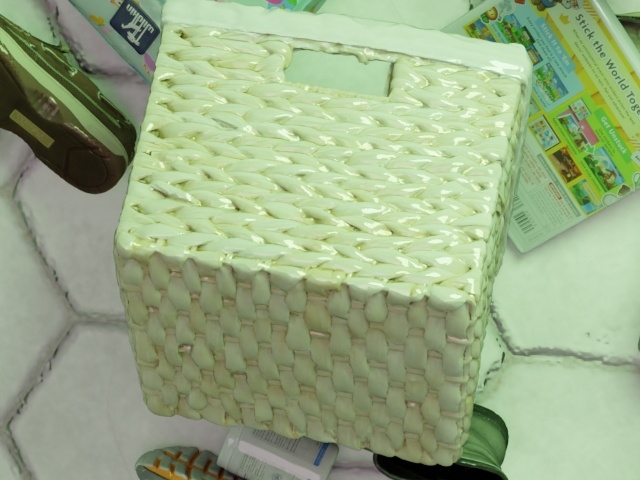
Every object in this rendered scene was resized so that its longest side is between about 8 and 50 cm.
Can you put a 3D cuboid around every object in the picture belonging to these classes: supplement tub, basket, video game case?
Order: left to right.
[{"bbox_3d":[-0.042,0.215,1.876,0.107,0.071,0.071,25,103,4],"label":"supplement tub"},{"bbox_3d":[0.000,0.000,1.661,0.328,0.331,0.266,9,59,6],"label":"basket"},{"bbox_3d":[0.211,-0.128,1.769,0.206,0.026,0.227,-31,94,30],"label":"video game case"}]

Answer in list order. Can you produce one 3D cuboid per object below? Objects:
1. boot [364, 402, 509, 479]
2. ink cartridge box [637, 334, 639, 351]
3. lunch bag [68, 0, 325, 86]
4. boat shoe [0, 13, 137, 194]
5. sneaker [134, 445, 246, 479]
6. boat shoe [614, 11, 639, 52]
[{"bbox_3d":[0.067,0.181,1.806,0.246,0.161,0.083,15,102,6],"label":"boot"},{"bbox_3d":[0.415,0.052,1.750,0.208,0.087,0.153,12,84,6],"label":"ink cartridge box"},{"bbox_3d":[-0.113,-0.259,1.759,0.223,0.160,0.262,45,115,-5],"label":"lunch bag"},{"bbox_3d":[-0.284,-0.157,1.826,0.257,0.095,0.095,46,130,-15],"label":"boat shoe"},{"bbox_3d":[-0.092,0.276,1.891,0.215,0.084,0.083,25,108,3],"label":"sneaker"},{"bbox_3d":[0.267,-0.189,1.765,0.152,0.049,0.056,-9,99,11],"label":"boat shoe"}]
